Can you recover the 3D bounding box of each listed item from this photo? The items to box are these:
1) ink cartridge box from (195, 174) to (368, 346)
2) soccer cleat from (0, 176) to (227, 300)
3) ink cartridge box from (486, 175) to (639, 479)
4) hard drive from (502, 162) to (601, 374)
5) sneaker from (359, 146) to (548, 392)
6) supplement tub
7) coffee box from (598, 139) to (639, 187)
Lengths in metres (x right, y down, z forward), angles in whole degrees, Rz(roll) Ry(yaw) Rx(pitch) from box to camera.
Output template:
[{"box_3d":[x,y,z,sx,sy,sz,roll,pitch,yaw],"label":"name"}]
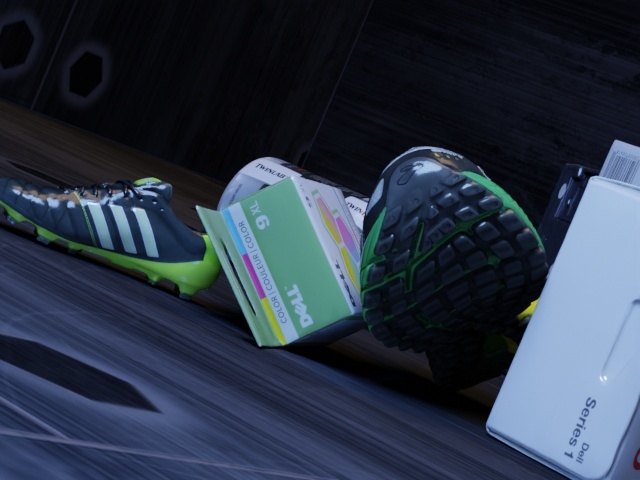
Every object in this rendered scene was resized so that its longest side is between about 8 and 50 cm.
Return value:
[{"box_3d":[-0.013,0.016,1.307,0.109,0.062,0.209,66,11,8],"label":"ink cartridge box"},{"box_3d":[-0.148,-0.019,1.295,0.179,0.072,0.060,22,2,-19],"label":"soccer cleat"},{"box_3d":[0.273,0.090,1.321,0.117,0.201,0.278,25,3,44],"label":"ink cartridge box"},{"box_3d":[0.271,0.049,1.825,0.064,0.237,0.339,23,2,-9],"label":"hard drive"},{"box_3d":[0.086,0.006,1.346,0.343,0.134,0.146,61,7,-69],"label":"sneaker"},{"box_3d":[0.000,0.000,1.774,0.190,0.117,0.117,24,2,34],"label":"supplement tub"},{"box_3d":[0.277,0.057,1.563,0.141,0.246,0.098,21,4,-24],"label":"coffee box"}]
